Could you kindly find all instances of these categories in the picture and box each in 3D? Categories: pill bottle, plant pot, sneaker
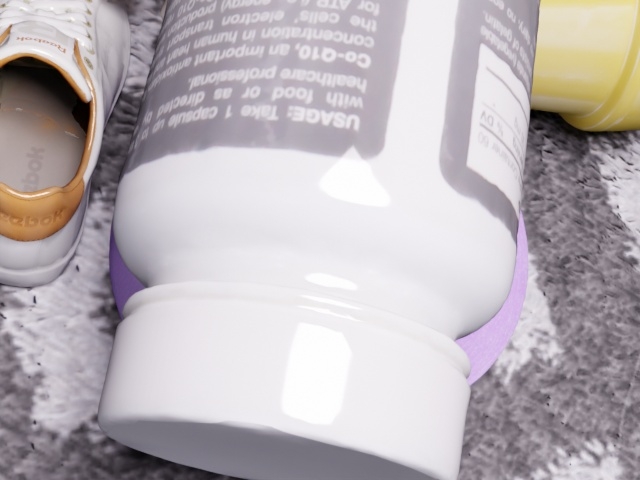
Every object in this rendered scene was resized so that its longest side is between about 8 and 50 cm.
[{"bbox_3d":[0.007,-0.062,0.528,0.204,0.204,0.360,16,68,-14],"label":"pill bottle"},{"bbox_3d":[0.163,-0.207,0.772,0.239,0.254,0.253,-5,66,-7],"label":"plant pot"},{"bbox_3d":[-0.173,-0.123,0.653,0.106,0.123,0.290,5,62,-18],"label":"sneaker"}]

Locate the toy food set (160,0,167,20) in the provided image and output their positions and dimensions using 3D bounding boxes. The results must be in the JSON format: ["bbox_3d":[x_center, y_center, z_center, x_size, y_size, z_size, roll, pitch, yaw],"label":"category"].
[{"bbox_3d":[-0.043,-0.218,0.720,0.232,0.104,0.111,-18,65,-46],"label":"toy food set"}]

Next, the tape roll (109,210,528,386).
[{"bbox_3d":[0.000,0.000,0.679,0.275,0.090,0.274,9,62,-18],"label":"tape roll"}]
